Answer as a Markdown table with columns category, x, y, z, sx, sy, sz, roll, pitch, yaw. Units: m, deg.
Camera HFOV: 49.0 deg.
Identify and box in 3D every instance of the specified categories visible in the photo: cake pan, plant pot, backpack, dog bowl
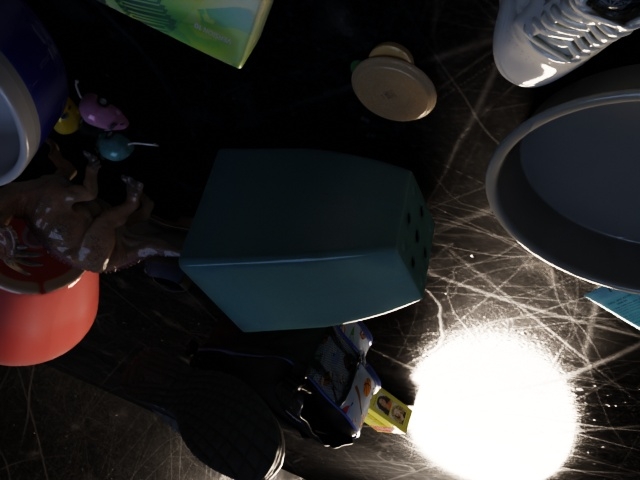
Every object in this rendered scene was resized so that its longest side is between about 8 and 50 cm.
| category | x | y | z | sx | sy | sz | roll | pitch | yaw |
| --- | --- | --- | --- | --- | --- | --- | --- | --- | --- |
| cake pan | 0.294 | -0.043 | 0.606 | 0.293 | 0.054 | 0.293 | 18 | 153 | 9 |
| plant pot | 0.000 | 0.000 | 0.801 | 0.234 | 0.165 | 0.165 | -1 | 146 | 25 |
| plant pot | -0.496 | 0.047 | 1.185 | 0.275 | 0.274 | 0.243 | 28 | 143 | -12 |
| backpack | -0.033 | 0.210 | 1.154 | 0.277 | 0.213 | 0.263 | 6 | 137 | 43 |
| dog bowl | -0.424 | -0.186 | 0.776 | 0.265 | 0.104 | 0.264 | 11 | 141 | 9 |

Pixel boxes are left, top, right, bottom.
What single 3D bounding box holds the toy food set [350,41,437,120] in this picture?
| category | x | y | z | sx | sy | sz | roll | pitch | yaw |
| --- | --- | --- | --- | --- | --- | --- | --- | --- | --- |
| toy food set | 0.065 | -0.140 | 0.639 | 0.083 | 0.020 | 0.083 | 34 | 152 | -23 |

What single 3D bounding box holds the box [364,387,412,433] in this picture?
| category | x | y | z | sx | sy | sz | roll | pitch | yaw |
| --- | --- | --- | --- | --- | --- | --- | --- | --- | --- |
| box | 0.085 | 0.322 | 1.441 | 0.087 | 0.058 | 0.232 | -9 | 140 | 45 |

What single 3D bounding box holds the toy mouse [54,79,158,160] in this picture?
| category | x | y | z | sx | sy | sz | roll | pitch | yaw |
| --- | --- | --- | --- | --- | --- | --- | --- | --- | --- |
| toy mouse | -0.278 | -0.138 | 0.892 | 0.143 | 0.031 | 0.161 | 25 | 153 | -5 |

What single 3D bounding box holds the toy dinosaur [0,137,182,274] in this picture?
| category | x | y | z | sx | sy | sz | roll | pitch | yaw |
| --- | --- | --- | --- | --- | --- | --- | --- | --- | --- |
| toy dinosaur | -0.342 | -0.014 | 0.958 | 0.296 | 0.200 | 0.127 | 32 | 170 | -21 |

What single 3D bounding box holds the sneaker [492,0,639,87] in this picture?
| category | x | y | z | sx | sy | sz | roll | pitch | yaw |
| --- | --- | --- | --- | --- | --- | --- | --- | --- | --- |
| sneaker | 0.171 | -0.159 | 0.440 | 0.090 | 0.094 | 0.235 | 23 | 155 | -5 |

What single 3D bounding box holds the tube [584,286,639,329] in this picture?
| category | x | y | z | sx | sy | sz | roll | pitch | yaw |
| --- | --- | --- | --- | --- | --- | --- | --- | --- | --- |
| tube | 0.411 | 0.103 | 0.801 | 0.207 | 0.052 | 0.080 | 29 | 148 | -3 |

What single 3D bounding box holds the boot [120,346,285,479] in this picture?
| category | x | y | z | sx | sy | sz | roll | pitch | yaw |
| --- | --- | --- | --- | --- | --- | --- | --- | --- | --- |
| boot | -0.131 | 0.280 | 1.059 | 0.338 | 0.118 | 0.222 | 24 | 161 | 44 |

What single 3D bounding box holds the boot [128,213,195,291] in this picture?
| category | x | y | z | sx | sy | sz | roll | pitch | yaw |
| --- | --- | --- | --- | --- | --- | --- | --- | --- | --- |
| boot | -0.258 | 0.020 | 1.087 | 0.219 | 0.106 | 0.082 | -1 | 145 | 38 |

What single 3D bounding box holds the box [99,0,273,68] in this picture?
| category | x | y | z | sx | sy | sz | roll | pitch | yaw |
| --- | --- | --- | --- | --- | --- | --- | --- | --- | --- |
| box | -0.099 | -0.275 | 0.390 | 0.232 | 0.058 | 0.322 | 25 | 140 | -5 |
